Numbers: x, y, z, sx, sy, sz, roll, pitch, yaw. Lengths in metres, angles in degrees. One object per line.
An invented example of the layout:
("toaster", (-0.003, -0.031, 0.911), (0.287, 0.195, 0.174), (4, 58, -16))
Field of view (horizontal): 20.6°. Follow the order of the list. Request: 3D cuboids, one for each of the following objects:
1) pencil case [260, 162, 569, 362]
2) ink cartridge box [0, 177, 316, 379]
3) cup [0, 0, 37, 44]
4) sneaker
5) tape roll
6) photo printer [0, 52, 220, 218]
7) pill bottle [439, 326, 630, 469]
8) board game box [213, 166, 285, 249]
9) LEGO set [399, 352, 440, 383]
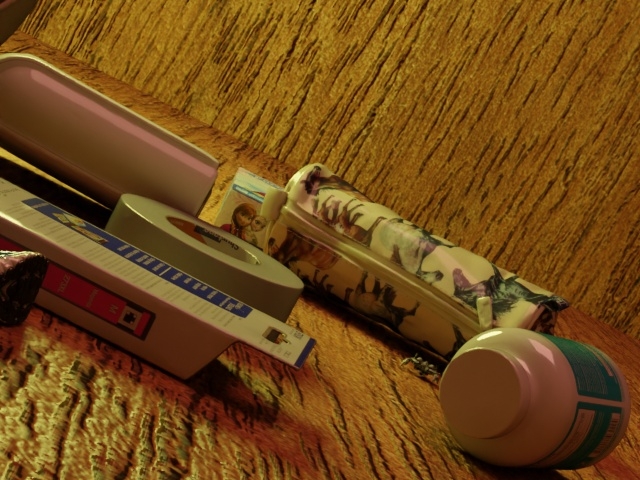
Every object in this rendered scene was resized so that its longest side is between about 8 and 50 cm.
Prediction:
("pencil case", (0.114, 0.052, 2.289), (0.410, 0.160, 0.183), (29, -8, 17))
("ink cartridge box", (-0.186, 0.042, 1.601), (0.371, 0.069, 0.176), (25, 7, 2))
("cup", (-0.443, -0.304, 1.919), (0.331, 0.331, 0.237), (28, -27, 4))
("sneaker", (-0.276, 0.024, 1.396), (0.073, 0.063, 0.162), (26, 6, 23))
("tape roll", (-0.130, 0.030, 1.879), (0.219, 0.072, 0.219), (27, 6, -3))
("photo printer", (-0.273, -0.114, 2.090), (0.308, 0.107, 0.256), (29, -6, -4))
("pill bottle", (0.222, 0.169, 1.868), (0.146, 0.146, 0.264), (31, 7, 29))
("board game box", (0.000, 0.000, 2.641), (0.319, 0.066, 0.318), (27, 6, -5))
("LEGO set", (0.135, 0.157, 2.142), (0.083, 0.023, 0.054), (21, 9, -42))
